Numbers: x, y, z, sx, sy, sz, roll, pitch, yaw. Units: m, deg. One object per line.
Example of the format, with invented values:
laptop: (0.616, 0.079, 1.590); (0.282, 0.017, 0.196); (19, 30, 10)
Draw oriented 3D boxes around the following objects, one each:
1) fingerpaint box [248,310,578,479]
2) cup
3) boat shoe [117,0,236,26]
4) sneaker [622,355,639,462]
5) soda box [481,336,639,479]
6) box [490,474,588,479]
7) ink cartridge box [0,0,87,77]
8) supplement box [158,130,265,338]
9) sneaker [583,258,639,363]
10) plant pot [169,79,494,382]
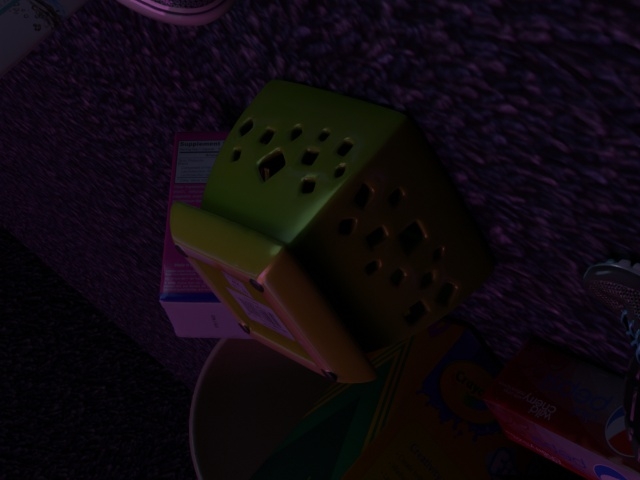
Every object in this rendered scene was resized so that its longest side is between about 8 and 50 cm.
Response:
fingerpaint box: (0.142, 0.370, 1.501); (0.445, 0.371, 0.163); (50, 162, -26)
cup: (0.011, 0.270, 1.742); (0.331, 0.331, 0.237); (30, -175, 36)
boat shoe: (-0.194, -0.322, 0.971); (0.340, 0.127, 0.158); (44, 171, -2)
sneaker: (0.347, 0.174, 1.017); (0.267, 0.106, 0.101); (-126, 35, -66)
soda box: (0.294, 0.194, 1.206); (0.263, 0.092, 0.083); (23, 156, 48)
box: (0.327, 0.445, 1.349); (0.183, 0.294, 0.296); (5, -174, -32)
ink cartridge box: (-0.372, -0.294, 1.207); (0.198, 0.270, 0.197); (25, 155, 45)
supplement box: (-0.115, -0.008, 1.393); (0.114, 0.220, 0.111); (1, 154, 5)
sneaker: (0.279, 0.079, 0.982); (0.166, 0.076, 0.065); (34, 161, 26)
plant pot: (0.000, 0.000, 1.199); (0.228, 0.207, 0.227); (21, 153, 49)
